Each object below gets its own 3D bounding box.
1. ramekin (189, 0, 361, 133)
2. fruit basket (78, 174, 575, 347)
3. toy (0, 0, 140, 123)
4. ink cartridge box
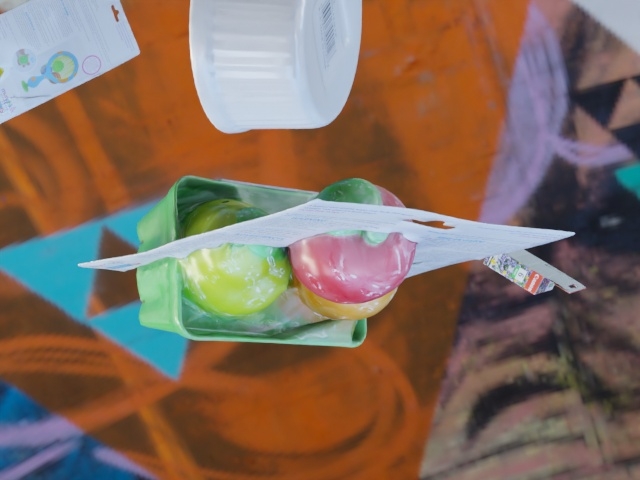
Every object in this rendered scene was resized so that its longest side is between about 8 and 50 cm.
[{"bbox_3d":[-0.046,-0.265,1.816,0.135,0.277,0.277,6,-139,18],"label":"ramekin"},{"bbox_3d":[0.000,0.000,1.393,0.353,0.327,0.165,-23,-112,47],"label":"fruit basket"},{"bbox_3d":[-0.373,-0.261,1.977,0.237,0.137,0.056,-31,-145,-19],"label":"toy"},{"bbox_3d":[0.264,0.043,1.830,0.115,0.029,0.063,33,-161,23],"label":"ink cartridge box"}]
